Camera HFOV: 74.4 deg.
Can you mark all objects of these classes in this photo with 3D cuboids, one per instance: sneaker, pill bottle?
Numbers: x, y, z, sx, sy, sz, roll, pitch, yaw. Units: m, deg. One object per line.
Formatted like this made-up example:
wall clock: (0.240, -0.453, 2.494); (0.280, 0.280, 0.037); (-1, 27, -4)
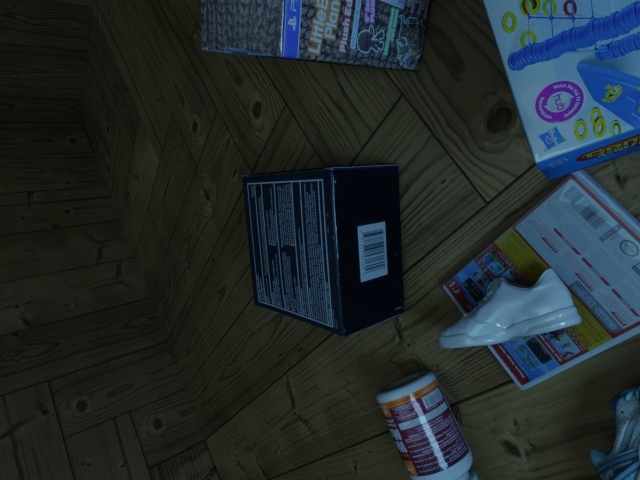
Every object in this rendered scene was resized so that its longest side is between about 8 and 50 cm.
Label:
sneaker: (0.405, 0.198, 0.482); (0.122, 0.110, 0.282); (-121, 47, -63)
pill bottle: (0.199, 0.363, 0.769); (0.121, 0.121, 0.221); (-39, 70, 49)
sneaker: (0.262, 0.104, 0.627); (0.212, 0.080, 0.094); (-31, 65, 43)

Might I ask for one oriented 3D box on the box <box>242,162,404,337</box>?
box: (0.000, 0.000, 0.858); (0.294, 0.183, 0.295); (7, 104, 49)

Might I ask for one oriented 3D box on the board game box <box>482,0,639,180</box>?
board game box: (0.314, -0.253, 0.375); (0.302, 0.086, 0.307); (-20, 76, 34)

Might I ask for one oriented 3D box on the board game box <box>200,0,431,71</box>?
board game box: (-0.008, -0.362, 0.677); (0.232, 0.291, 0.140); (28, 121, 43)

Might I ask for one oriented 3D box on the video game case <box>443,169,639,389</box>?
video game case: (0.328, 0.068, 0.603); (0.204, 0.025, 0.285); (57, 137, 23)
